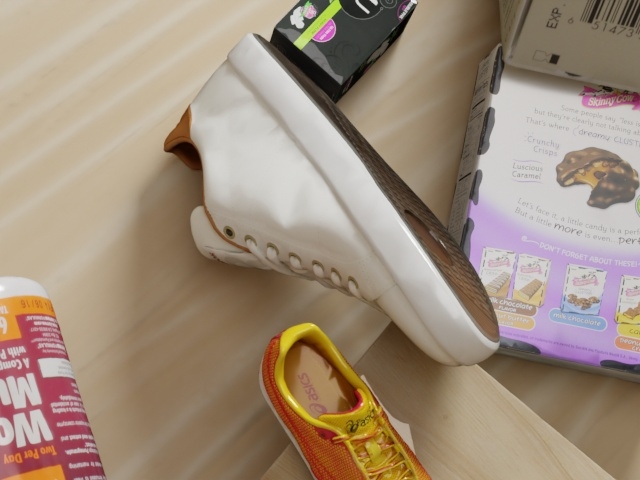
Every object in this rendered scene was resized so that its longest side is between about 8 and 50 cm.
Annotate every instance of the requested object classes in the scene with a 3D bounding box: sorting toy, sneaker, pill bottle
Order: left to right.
[{"bbox_3d":[-0.191,0.143,1.143,0.121,0.121,0.221,-16,77,-13],"label":"pill bottle"},{"bbox_3d":[0.000,0.000,1.192,0.123,0.106,0.290,-45,51,8],"label":"sneaker"},{"bbox_3d":[0.023,0.127,1.116,0.064,0.067,0.175,-38,85,-18],"label":"sneaker"},{"bbox_3d":[0.065,0.225,1.178,0.257,0.089,0.255,40,72,3],"label":"sorting toy"}]

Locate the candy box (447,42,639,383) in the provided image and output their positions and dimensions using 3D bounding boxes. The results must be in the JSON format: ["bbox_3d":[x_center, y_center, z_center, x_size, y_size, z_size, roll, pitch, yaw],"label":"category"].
[{"bbox_3d":[0.171,-0.015,1.257,0.165,0.070,0.196,12,83,-5],"label":"candy box"}]

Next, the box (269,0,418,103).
[{"bbox_3d":[0.014,-0.143,1.294,0.062,0.052,0.083,40,71,4],"label":"box"}]

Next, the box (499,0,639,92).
[{"bbox_3d":[0.202,-0.217,1.255,0.149,0.126,0.232,10,43,-7],"label":"box"}]
